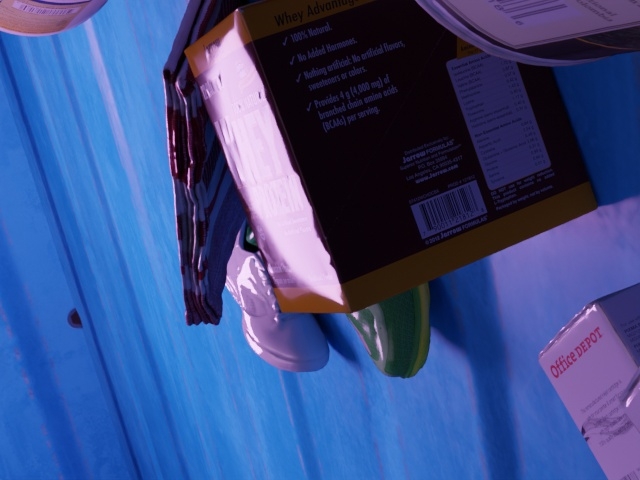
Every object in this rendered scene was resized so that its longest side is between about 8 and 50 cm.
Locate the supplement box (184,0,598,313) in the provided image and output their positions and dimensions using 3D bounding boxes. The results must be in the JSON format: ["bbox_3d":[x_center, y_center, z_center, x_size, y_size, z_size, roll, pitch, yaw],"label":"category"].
[{"bbox_3d":[0.043,-0.075,0.818,0.129,0.191,0.194,-8,103,69],"label":"supplement box"}]

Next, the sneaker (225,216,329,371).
[{"bbox_3d":[-0.054,0.055,1.384,0.212,0.080,0.094,53,144,38],"label":"sneaker"}]

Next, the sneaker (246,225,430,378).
[{"bbox_3d":[0.000,0.000,1.106,0.296,0.123,0.109,61,159,15],"label":"sneaker"}]

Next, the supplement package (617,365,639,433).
[{"bbox_3d":[0.278,0.104,0.430,0.293,0.177,0.175,58,158,26],"label":"supplement package"}]

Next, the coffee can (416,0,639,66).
[{"bbox_3d":[0.153,-0.172,0.427,0.275,0.201,0.202,7,118,68],"label":"coffee can"}]

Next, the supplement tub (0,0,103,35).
[{"bbox_3d":[-0.313,-0.353,1.379,0.316,0.228,0.228,-3,109,68],"label":"supplement tub"}]

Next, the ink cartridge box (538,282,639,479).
[{"bbox_3d":[0.212,0.108,0.768,0.150,0.063,0.109,62,159,17],"label":"ink cartridge box"}]

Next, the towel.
[{"bbox_3d":[-0.100,-0.105,1.211,0.329,0.037,0.237,91,-173,-46],"label":"towel"}]
